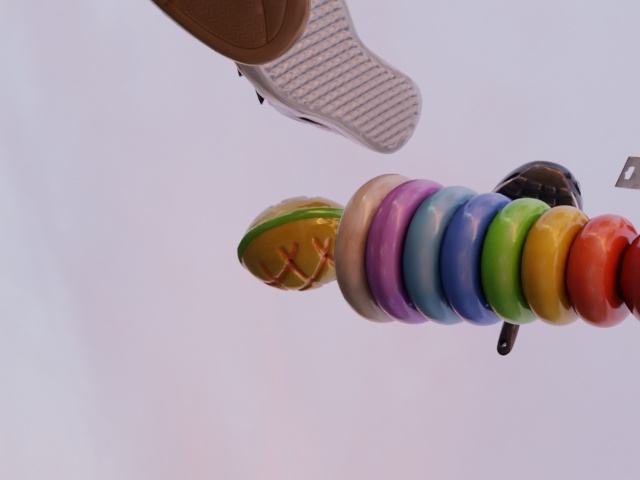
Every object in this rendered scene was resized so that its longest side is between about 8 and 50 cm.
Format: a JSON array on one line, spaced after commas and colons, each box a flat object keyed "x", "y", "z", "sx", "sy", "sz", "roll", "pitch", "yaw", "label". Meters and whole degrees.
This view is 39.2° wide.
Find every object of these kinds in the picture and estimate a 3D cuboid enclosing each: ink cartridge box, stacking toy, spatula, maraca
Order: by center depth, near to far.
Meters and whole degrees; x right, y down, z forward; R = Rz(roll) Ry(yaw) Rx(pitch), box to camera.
[{"x": 0.174, "y": 0.023, "z": 0.741, "sx": 0.330, "sy": 0.141, "sz": 0.141, "roll": 8, "pitch": -64, "yaw": 41, "label": "stacking toy"}, {"x": 0.000, "y": 0.000, "z": 0.988, "sx": 0.127, "sy": 0.185, "sz": 0.099, "roll": 89, "pitch": -11, "yaw": -62, "label": "maraca"}, {"x": 0.389, "y": -0.080, "z": 0.992, "sx": 0.115, "sy": 0.029, "sz": 0.063, "roll": 6, "pitch": -30, "yaw": 4, "label": "ink cartridge box"}, {"x": 0.337, "y": 0.052, "z": 1.493, "sx": 0.084, "sy": 0.030, "sz": 0.297, "roll": -3, "pitch": -117, "yaw": 45, "label": "spatula"}]

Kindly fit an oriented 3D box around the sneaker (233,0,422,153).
[{"x": -0.024, "y": -0.186, "z": 0.893, "sx": 0.127, "sy": 0.321, "sz": 0.126, "roll": 31, "pitch": -93, "yaw": 37, "label": "sneaker"}]

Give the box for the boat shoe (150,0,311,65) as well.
[{"x": -0.133, "y": -0.276, "z": 0.700, "sx": 0.341, "sy": 0.121, "sz": 0.110, "roll": 50, "pitch": -1, "yaw": -3, "label": "boat shoe"}]

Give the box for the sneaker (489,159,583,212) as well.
[{"x": 0.233, "y": -0.035, "z": 0.968, "sx": 0.107, "sy": 0.124, "sz": 0.283, "roll": 17, "pitch": -20, "yaw": 15, "label": "sneaker"}]
